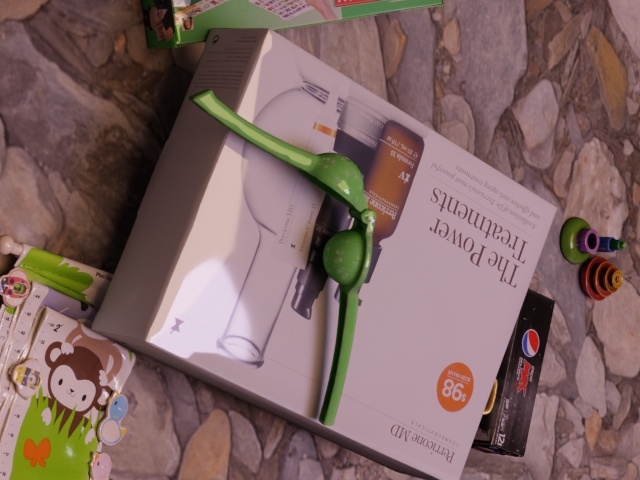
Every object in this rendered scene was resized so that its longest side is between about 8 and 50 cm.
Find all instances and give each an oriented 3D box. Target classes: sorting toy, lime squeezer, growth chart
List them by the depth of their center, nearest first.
[{"bbox_3d":[-0.218,0.125,1.629,0.172,0.021,0.237,14,81,-46],"label":"growth chart"},{"bbox_3d":[0.000,0.000,1.630,0.110,0.059,0.310,-33,113,-31],"label":"lime squeezer"},{"bbox_3d":[0.303,0.017,2.145,0.061,0.042,0.102,-48,123,-34],"label":"sorting toy"}]

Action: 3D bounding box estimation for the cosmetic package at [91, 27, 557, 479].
[{"bbox_3d":[0.015,0.022,1.739,0.377,0.097,0.284,28,79,-36],"label":"cosmetic package"}]

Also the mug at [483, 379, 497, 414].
[{"bbox_3d":[0.133,0.152,1.955,0.062,0.078,0.064,-1,102,-81],"label":"mug"}]

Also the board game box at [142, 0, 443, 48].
[{"bbox_3d":[-0.029,-0.297,1.773,0.317,0.046,0.213,-13,101,-39],"label":"board game box"}]

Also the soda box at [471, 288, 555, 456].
[{"bbox_3d":[0.189,0.133,2.021,0.060,0.053,0.169,24,74,-44],"label":"soda box"}]
